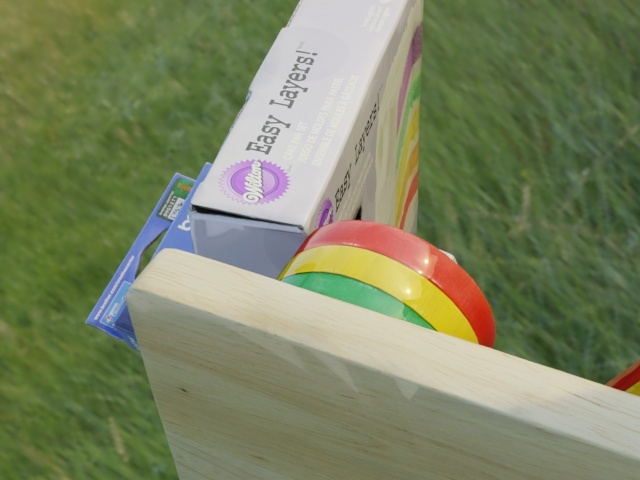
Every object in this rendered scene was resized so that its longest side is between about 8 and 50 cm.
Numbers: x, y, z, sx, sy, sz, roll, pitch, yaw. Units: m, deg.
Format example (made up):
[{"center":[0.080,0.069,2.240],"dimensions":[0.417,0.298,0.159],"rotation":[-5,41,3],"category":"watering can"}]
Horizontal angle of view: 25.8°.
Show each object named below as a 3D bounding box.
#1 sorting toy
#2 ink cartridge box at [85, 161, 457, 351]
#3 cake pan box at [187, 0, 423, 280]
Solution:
[{"center":[0.076,0.107,0.552],"dimensions":[0.257,0.255,0.089],"rotation":[17,51,22],"category":"sorting toy"},{"center":[-0.052,0.047,1.270],"dimensions":[0.311,0.065,0.185],"rotation":[21,70,23],"category":"ink cartridge box"},{"center":[0.000,0.000,0.815],"dimensions":[0.070,0.245,0.267],"rotation":[8,42,14],"category":"cake pan box"}]
